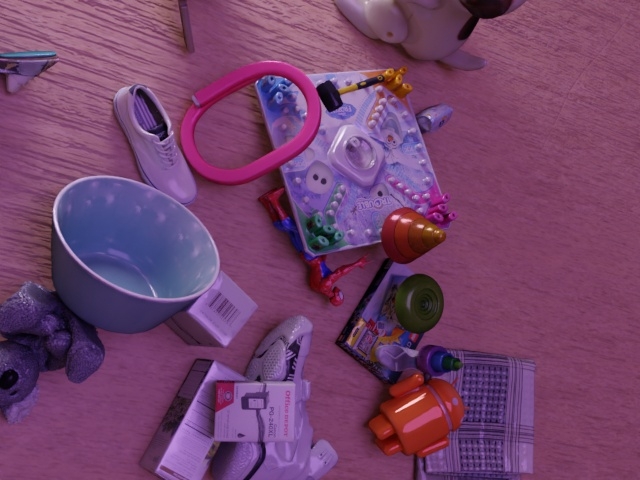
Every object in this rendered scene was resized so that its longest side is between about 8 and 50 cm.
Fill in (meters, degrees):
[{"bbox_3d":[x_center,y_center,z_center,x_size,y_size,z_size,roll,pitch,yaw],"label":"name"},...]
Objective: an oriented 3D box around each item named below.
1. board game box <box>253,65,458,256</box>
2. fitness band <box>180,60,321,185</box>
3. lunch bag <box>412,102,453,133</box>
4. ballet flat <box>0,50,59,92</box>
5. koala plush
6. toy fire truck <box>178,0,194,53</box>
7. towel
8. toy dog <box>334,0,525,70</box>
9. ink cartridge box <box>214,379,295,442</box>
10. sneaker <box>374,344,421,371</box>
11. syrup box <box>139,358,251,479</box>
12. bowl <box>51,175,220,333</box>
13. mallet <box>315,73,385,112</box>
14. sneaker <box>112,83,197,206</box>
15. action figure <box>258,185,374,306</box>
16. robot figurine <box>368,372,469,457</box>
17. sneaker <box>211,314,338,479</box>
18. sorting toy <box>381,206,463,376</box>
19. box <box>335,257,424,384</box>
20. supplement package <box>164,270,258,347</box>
[{"bbox_3d":[0.085,-0.185,1.950,0.390,0.050,0.390,-11,78,-34],"label":"board game box"},{"bbox_3d":[-0.138,-0.233,1.816,0.291,0.054,0.209,-30,81,-2],"label":"fitness band"},{"bbox_3d":[0.255,-0.277,2.095,0.071,0.083,0.053,-35,102,-28],"label":"lunch bag"},{"bbox_3d":[-0.584,-0.306,1.646,0.221,0.077,0.079,-2,105,-24],"label":"ballet flat"},{"bbox_3d":[-0.516,0.202,1.595,0.196,0.203,0.221,41,89,-20],"label":"koala plush"},{"bbox_3d":[-0.238,-0.523,1.810,0.158,0.217,0.246,37,111,-22],"label":"toy fire truck"},{"bbox_3d":[0.366,0.419,2.111,0.312,0.056,0.324,11,81,-28],"label":"towel"},{"bbox_3d":[0.277,-0.535,1.945,0.284,0.408,0.395,-37,103,-26],"label":"toy dog"},{"bbox_3d":[-0.121,0.317,1.708,0.150,0.063,0.109,2,84,-6],"label":"ink cartridge box"},{"bbox_3d":[0.170,0.253,1.959,0.152,0.061,0.054,16,84,-34],"label":"sneaker"},{"bbox_3d":[-0.239,0.351,1.759,0.096,0.093,0.237,34,70,-23],"label":"syrup box"},{"bbox_3d":[-0.352,0.046,1.643,0.311,0.163,0.311,23,33,-17],"label":"bowl"},{"bbox_3d":[0.074,-0.314,1.940,0.189,0.039,0.062,-17,80,-39],"label":"mallet"},{"bbox_3d":[-0.314,-0.179,1.765,0.094,0.091,0.258,-37,103,-26],"label":"sneaker"},{"bbox_3d":[0.000,0.000,1.923,0.139,0.091,0.280,-31,100,-18],"label":"action figure"},{"bbox_3d":[0.214,0.376,1.971,0.219,0.128,0.158,-26,68,-11],"label":"robot figurine"},{"bbox_3d":[-0.058,0.345,1.841,0.210,0.137,0.366,29,77,-24],"label":"sneaker"},{"bbox_3d":[0.233,0.110,1.886,0.127,0.126,0.366,-18,101,-33],"label":"sorting toy"},{"bbox_3d":[0.154,0.177,2.020,0.159,0.044,0.233,41,68,-21],"label":"box"},{"bbox_3d":[-0.219,0.131,1.740,0.105,0.179,0.105,45,66,-18],"label":"supplement package"}]
